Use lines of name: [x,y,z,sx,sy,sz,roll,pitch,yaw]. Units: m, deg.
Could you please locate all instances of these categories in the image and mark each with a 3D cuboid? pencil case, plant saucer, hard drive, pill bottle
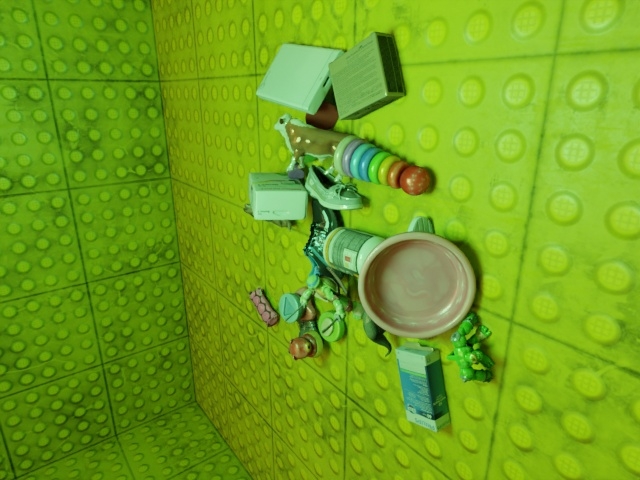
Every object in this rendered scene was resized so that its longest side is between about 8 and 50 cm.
pencil case: [-0.292,0.348,2.249,0.209,0.095,0.098,51,121,28]
plant saucer: [0.279,0.126,1.264,0.332,0.084,0.332,3,108,9]
hard drive: [-0.082,-0.604,1.576,0.353,0.047,0.233,33,94,45]
pill bottle: [0.149,0.053,1.475,0.278,0.162,0.162,19,117,51]

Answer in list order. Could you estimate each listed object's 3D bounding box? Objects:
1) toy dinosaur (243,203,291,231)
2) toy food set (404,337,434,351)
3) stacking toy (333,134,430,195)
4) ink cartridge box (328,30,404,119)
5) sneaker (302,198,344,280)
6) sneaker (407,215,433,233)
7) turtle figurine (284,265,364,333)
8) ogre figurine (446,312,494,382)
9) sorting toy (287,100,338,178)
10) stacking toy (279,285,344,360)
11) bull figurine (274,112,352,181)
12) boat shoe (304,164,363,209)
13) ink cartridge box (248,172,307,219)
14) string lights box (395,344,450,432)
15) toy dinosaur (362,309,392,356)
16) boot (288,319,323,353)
toy dinosaur: [-0.207,-0.120,1.951,0.296,0.127,0.200,43,142,21]
toy food set: [0.330,0.263,1.412,0.132,0.038,0.192,-2,91,48]
stacking toy: [0.198,-0.229,1.348,0.330,0.141,0.141,29,124,40]
ink cartridge box: [0.141,-0.510,1.356,0.235,0.088,0.193,-7,94,55]
sneaker: [0.000,0.000,1.661,0.125,0.140,0.340,176,84,-75]
sneaker: [0.288,0.048,1.343,0.091,0.094,0.258,-151,62,-64]
turtle figurine: [0.022,0.253,1.597,0.198,0.266,0.274,-23,53,37]
ogre figurine: [0.427,0.320,1.219,0.097,0.118,0.197,18,116,50]
sorting toy: [-0.050,-0.407,1.665,0.365,0.127,0.126,120,150,-42]
stacking toy: [-0.057,0.341,1.825,0.279,0.130,0.309,-36,68,41]
bull figurine: [-0.029,-0.331,1.522,0.310,0.101,0.188,15,116,7]
boat shoe: [0.043,-0.192,1.580,0.320,0.118,0.103,39,131,51]
ink cartridge box: [-0.177,-0.184,1.727,0.278,0.201,0.117,-119,31,-62]
string lights box: [0.340,0.486,1.432,0.133,0.077,0.259,-3,99,55]
toy dinosaur: [0.197,0.263,1.480,0.121,0.160,0.313,32,126,45]
boot: [-0.082,0.433,2.007,0.246,0.083,0.161,-33,70,46]
